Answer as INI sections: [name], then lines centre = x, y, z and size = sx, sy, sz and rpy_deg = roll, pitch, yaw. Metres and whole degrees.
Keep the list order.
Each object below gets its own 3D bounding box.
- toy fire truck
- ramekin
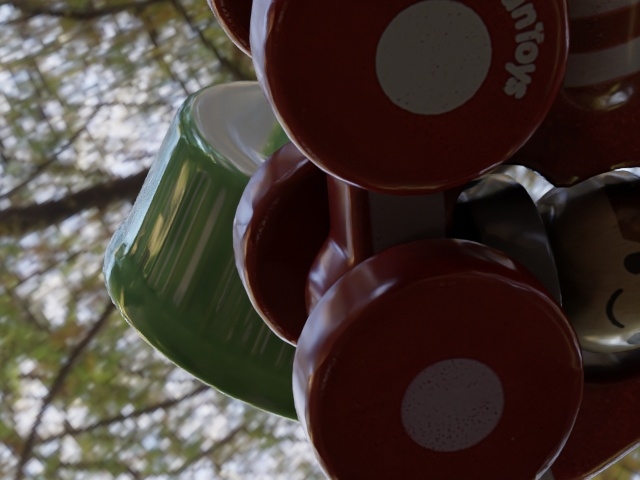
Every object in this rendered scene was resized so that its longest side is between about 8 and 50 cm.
[toy fire truck]
centre = 0.096, -0.042, 0.608
size = 0.254, 0.169, 0.302
rpy_deg = -10, -67, -9
[ramekin]
centre = 0.000, 0.000, 1.231
size = 0.303, 0.303, 0.148
rpy_deg = 28, -67, 13
